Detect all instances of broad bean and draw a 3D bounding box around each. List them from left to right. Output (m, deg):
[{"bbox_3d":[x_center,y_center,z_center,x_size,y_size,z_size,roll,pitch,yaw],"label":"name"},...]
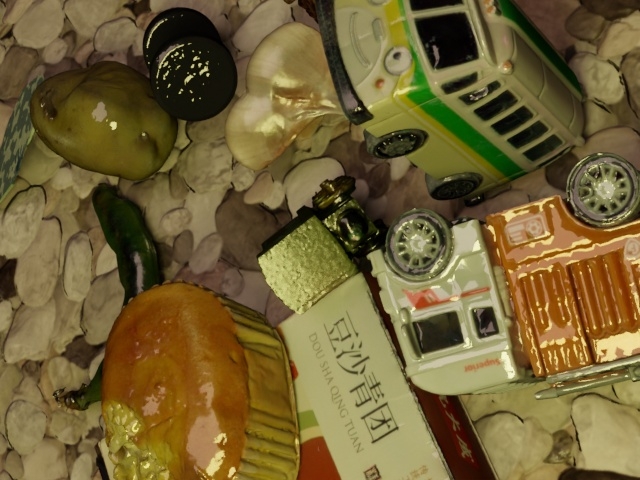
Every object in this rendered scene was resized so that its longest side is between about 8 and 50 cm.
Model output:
[{"bbox_3d":[-0.251,0.069,1.653,0.144,0.049,0.292,1,78,33],"label":"broad bean"}]

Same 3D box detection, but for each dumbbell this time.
[{"bbox_3d":[-0.156,-0.211,1.590,0.100,0.100,0.191,-51,20,10],"label":"dumbbell"}]

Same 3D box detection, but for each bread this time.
[{"bbox_3d":[-0.128,0.168,1.359,0.179,0.133,0.250,-16,68,24],"label":"bread"}]

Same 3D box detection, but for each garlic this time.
[{"bbox_3d":[-0.039,-0.156,1.525,0.174,0.124,0.099,-59,23,6],"label":"garlic"}]

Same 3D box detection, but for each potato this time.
[{"bbox_3d":[-0.261,-0.145,1.651,0.200,0.154,0.137,17,129,46],"label":"potato"}]

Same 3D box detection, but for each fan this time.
[{"bbox_3d":[-0.399,-0.132,1.772,0.240,0.009,0.131,-57,35,35],"label":"fan"}]

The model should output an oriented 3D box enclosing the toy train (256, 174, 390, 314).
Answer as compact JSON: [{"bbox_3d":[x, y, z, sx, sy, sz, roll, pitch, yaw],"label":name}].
[{"bbox_3d":[0.000,0.000,1.426,0.137,0.225,0.090,-38,94,0],"label":"toy train"}]

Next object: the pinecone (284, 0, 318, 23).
[{"bbox_3d":[0.041,-0.321,1.501,0.208,0.208,0.207,-9,72,29],"label":"pinecone"}]

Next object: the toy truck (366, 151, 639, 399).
[{"bbox_3d":[0.252,0.040,1.280,0.388,0.173,0.206,-17,77,23],"label":"toy truck"}]

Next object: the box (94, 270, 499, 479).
[{"bbox_3d":[-0.019,0.280,1.410,0.385,0.122,0.344,-34,61,19],"label":"box"}]

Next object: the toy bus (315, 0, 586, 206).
[{"bbox_3d":[0.137,-0.157,1.326,0.179,0.305,0.143,-21,66,23],"label":"toy bus"}]
